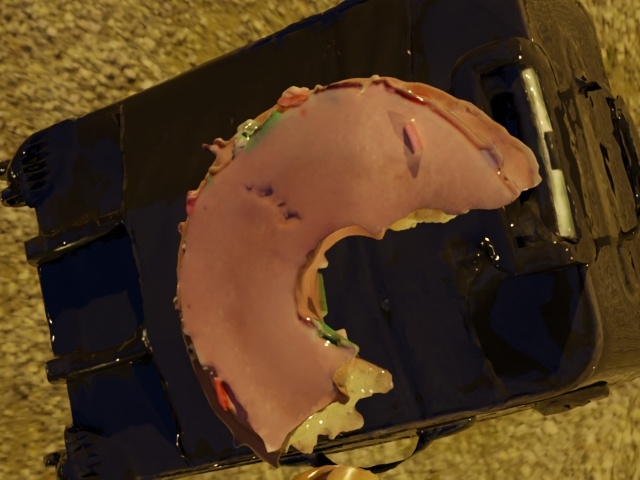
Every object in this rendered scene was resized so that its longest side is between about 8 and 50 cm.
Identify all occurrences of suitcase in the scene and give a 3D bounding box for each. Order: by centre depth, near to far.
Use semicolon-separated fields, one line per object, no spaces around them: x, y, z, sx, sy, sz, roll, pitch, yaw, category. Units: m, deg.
0.002;0.010;0.780;0.434;0.194;0.283;-18;79;31;suitcase

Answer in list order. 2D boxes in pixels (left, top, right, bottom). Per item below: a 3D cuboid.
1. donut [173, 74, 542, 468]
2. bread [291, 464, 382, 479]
0.000;0.000;0.482;0.117;0.065;0.166;43;105;14;donut
-0.012;0.178;0.336;0.240;0.139;0.239;-1;60;2;bread
